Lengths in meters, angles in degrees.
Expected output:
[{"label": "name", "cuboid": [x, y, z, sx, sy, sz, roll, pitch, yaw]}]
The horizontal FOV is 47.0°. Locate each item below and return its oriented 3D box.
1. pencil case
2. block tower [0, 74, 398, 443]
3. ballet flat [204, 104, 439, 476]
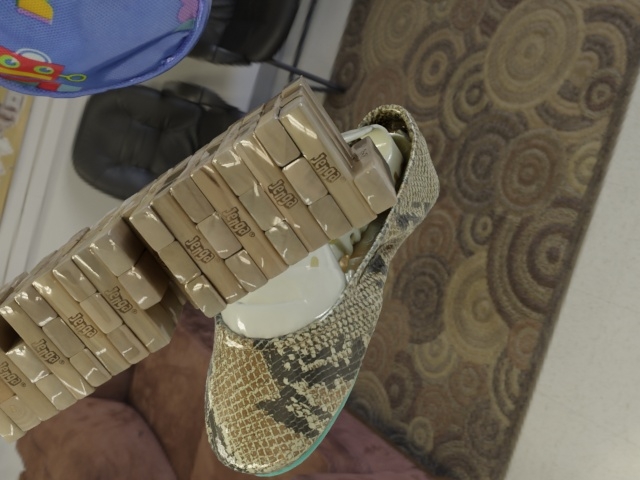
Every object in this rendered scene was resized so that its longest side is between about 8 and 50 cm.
[{"label": "pencil case", "cuboid": [-0.145, -0.230, 0.373, 0.133, 0.119, 0.306, 125, 131, -66]}, {"label": "block tower", "cuboid": [-0.113, 0.012, 0.524, 0.336, 0.097, 0.091, -31, 19, 13]}, {"label": "ballet flat", "cuboid": [0.000, 0.000, 0.764, 0.164, 0.182, 0.482, 3, 37, 27]}]
